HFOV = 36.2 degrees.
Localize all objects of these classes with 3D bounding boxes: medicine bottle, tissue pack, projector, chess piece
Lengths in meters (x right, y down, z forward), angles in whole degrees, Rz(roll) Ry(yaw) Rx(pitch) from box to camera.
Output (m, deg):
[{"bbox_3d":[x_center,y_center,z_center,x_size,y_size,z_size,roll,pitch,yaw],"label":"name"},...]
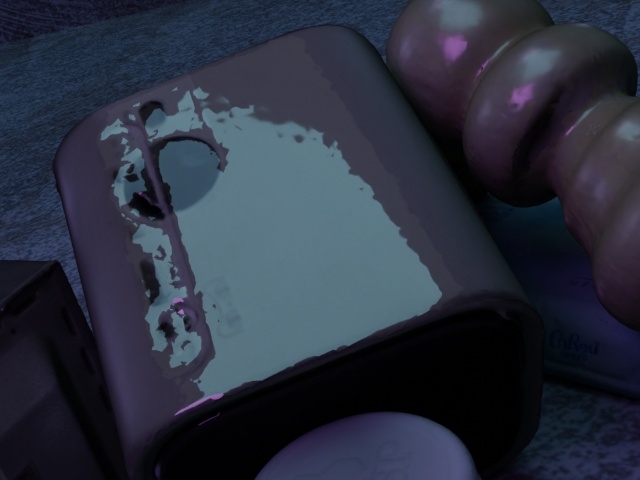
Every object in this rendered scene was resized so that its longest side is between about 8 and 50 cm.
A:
[{"bbox_3d":[0.040,0.192,0.517,0.135,0.168,0.135,-14,27,7],"label":"medicine bottle"},{"bbox_3d":[0.214,0.032,0.812,0.263,0.089,0.177,11,40,46],"label":"tissue pack"},{"bbox_3d":[-0.018,0.042,0.664,0.249,0.248,0.249,-21,54,-5],"label":"projector"},{"bbox_3d":[0.181,-0.070,0.669,0.182,0.182,0.330,-31,55,-24],"label":"chess piece"}]

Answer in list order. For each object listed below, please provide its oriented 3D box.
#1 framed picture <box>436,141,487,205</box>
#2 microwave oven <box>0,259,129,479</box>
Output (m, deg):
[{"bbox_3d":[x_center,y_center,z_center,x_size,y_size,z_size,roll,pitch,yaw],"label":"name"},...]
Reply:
[{"bbox_3d":[0.000,0.000,0.883,0.339,0.255,0.014,-21,65,-7],"label":"framed picture"},{"bbox_3d":[-0.368,0.218,0.653,0.375,0.236,0.432,0,31,33],"label":"microwave oven"}]
